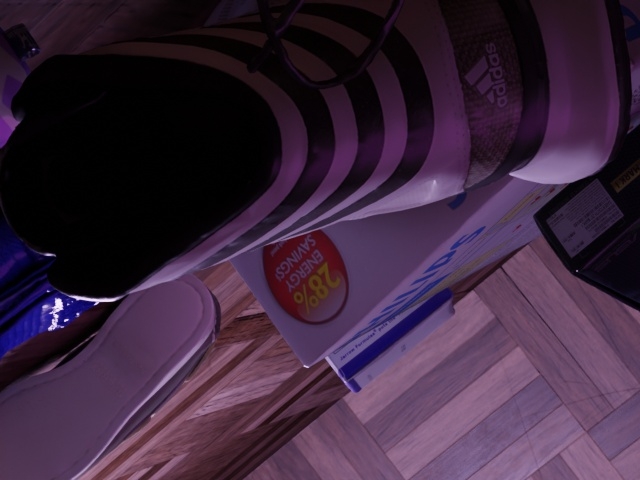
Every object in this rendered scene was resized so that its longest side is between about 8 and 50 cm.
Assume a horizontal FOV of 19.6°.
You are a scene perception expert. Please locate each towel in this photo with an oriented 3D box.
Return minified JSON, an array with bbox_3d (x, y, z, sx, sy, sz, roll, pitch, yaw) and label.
[{"bbox_3d":[-0.239,0.059,1.311,0.308,0.076,0.227,-33,170,-14],"label":"towel"}]

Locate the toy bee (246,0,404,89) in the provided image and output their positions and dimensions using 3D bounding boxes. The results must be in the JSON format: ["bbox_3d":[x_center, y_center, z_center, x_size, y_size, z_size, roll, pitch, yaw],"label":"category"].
[{"bbox_3d":[-0.069,-0.204,0.668,0.195,0.162,0.298,-21,137,-34],"label":"toy bee"}]

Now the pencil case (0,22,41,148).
[{"bbox_3d":[-0.232,-0.039,0.912,0.206,0.088,0.086,-30,176,-30],"label":"pencil case"}]

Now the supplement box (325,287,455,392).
[{"bbox_3d":[0.000,0.000,1.493,0.114,0.220,0.111,-39,170,-2],"label":"supplement box"}]

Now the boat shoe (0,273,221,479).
[{"bbox_3d":[-0.213,0.151,1.737,0.305,0.109,0.091,-41,165,-1],"label":"boat shoe"}]

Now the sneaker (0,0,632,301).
[{"bbox_3d":[-0.059,-0.075,0.958,0.257,0.169,0.447,-13,-175,-21],"label":"sneaker"}]

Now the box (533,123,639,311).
[{"bbox_3d":[0.281,-0.048,1.262,0.232,0.059,0.183,-41,149,16],"label":"box"}]

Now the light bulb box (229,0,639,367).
[{"bbox_3d":[0.126,-0.140,1.289,0.361,0.225,0.358,-25,164,-48],"label":"light bulb box"}]
